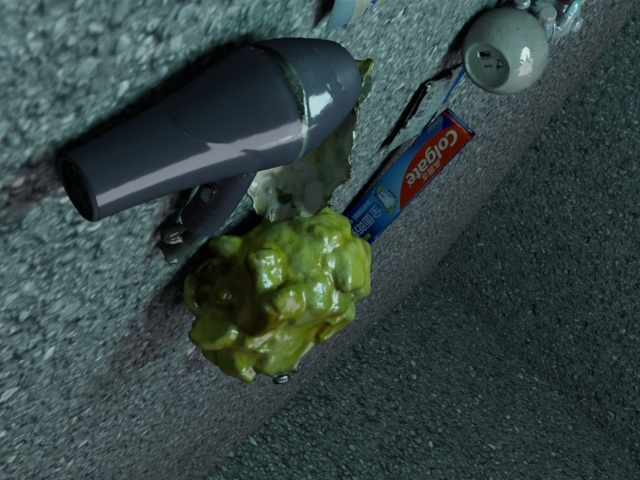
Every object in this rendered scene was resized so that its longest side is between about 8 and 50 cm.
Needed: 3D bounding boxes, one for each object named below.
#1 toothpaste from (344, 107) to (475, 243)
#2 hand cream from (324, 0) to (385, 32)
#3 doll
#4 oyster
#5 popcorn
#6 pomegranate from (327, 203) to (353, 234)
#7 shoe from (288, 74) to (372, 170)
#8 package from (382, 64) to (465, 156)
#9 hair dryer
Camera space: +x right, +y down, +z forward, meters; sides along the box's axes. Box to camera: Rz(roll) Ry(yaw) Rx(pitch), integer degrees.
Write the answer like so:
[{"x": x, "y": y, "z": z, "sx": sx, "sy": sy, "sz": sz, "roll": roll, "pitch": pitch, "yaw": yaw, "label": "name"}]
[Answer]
[{"x": 0.158, "y": -0.111, "z": 1.644, "sx": 0.320, "sy": 0.076, "sz": 0.066, "roll": -48, "pitch": 174, "yaw": 26, "label": "toothpaste"}, {"x": 0.072, "y": -0.284, "z": 0.935, "sx": 0.170, "sy": 0.043, "sz": 0.065, "roll": -40, "pitch": 170, "yaw": -22, "label": "hand cream"}, {"x": 0.355, "y": -0.357, "z": 1.461, "sx": 0.287, "sy": 0.151, "sz": 0.151, "roll": -42, "pitch": 168, "yaw": -35, "label": "doll"}, {"x": -0.020, "y": -0.120, "z": 1.004, "sx": 0.072, "sy": 0.132, "sz": 0.209, "roll": -61, "pitch": 163, "yaw": -67, "label": "oyster"}, {"x": -0.064, "y": 0.071, "z": 1.221, "sx": 0.286, "sy": 0.215, "sz": 0.252, "roll": -45, "pitch": 175, "yaw": 10, "label": "popcorn"}, {"x": -0.002, "y": 0.007, "z": 1.475, "sx": 0.130, "sy": 0.130, "sz": 0.130, "roll": -44, "pitch": 168, "yaw": -12, "label": "pomegranate"}, {"x": -0.001, "y": -0.146, "z": 1.084, "sx": 0.169, "sy": 0.071, "sz": 0.099, "roll": -48, "pitch": 174, "yaw": -2, "label": "shoe"}, {"x": 0.191, "y": -0.236, "z": 1.549, "sx": 0.173, "sy": 0.027, "sz": 0.171, "roll": -37, "pitch": 162, "yaw": -50, "label": "package"}, {"x": -0.130, "y": -0.051, "z": 0.892, "sx": 0.301, "sy": 0.121, "sz": 0.361, "roll": -30, "pitch": 166, "yaw": -30, "label": "hair dryer"}]
